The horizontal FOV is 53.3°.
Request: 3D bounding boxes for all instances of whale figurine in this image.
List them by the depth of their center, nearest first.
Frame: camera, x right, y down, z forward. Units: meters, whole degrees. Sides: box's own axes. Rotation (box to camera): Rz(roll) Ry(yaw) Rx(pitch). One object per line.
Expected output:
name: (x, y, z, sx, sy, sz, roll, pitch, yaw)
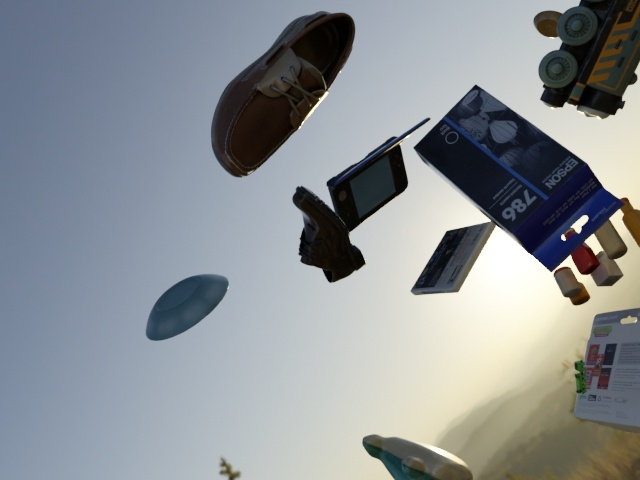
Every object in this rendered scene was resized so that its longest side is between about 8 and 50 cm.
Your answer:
whale figurine: (0.224, 0.558, 1.536, 0.141, 0.272, 0.216, -70, -22, -8)

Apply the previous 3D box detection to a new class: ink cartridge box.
ink cartridge box: (0.323, -0.115, 1.079, 0.165, 0.332, 0.065, -46, -34, 5)
ink cartridge box: (0.744, 0.301, 1.465, 0.309, 0.130, 0.271, 133, 154, -76)

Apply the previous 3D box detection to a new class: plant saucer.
plant saucer: (-0.274, 0.119, 1.269, 0.195, 0.195, 0.037, -41, -63, -21)
plant saucer: (0.509, -0.472, 1.405, 0.083, 0.083, 0.015, 68, -136, -69)

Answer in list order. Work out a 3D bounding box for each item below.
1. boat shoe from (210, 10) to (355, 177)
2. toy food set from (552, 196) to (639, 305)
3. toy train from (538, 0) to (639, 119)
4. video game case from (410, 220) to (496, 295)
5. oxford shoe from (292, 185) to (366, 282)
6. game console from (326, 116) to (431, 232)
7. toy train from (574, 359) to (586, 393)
boat shoe: (-0.051, -0.235, 0.961, 0.116, 0.123, 0.324, -4, 52, 53)
toy food set: (0.532, 0.024, 1.252, 0.111, 0.104, 0.232, 0, -38, -21)
toy train: (0.578, -0.413, 1.290, 0.142, 0.190, 0.333, -27, -41, -63)
video game case: (0.302, 0.044, 1.463, 0.190, 0.022, 0.173, -56, 16, -20)
oxford shoe: (0.000, 0.000, 1.099, 0.096, 0.083, 0.227, -38, -49, -7)
game console: (0.179, -0.176, 1.753, 0.293, 0.173, 0.250, -36, -55, -29)
toy train: (0.599, 0.316, 1.470, 0.024, 0.083, 0.017, -10, 10, -16)
